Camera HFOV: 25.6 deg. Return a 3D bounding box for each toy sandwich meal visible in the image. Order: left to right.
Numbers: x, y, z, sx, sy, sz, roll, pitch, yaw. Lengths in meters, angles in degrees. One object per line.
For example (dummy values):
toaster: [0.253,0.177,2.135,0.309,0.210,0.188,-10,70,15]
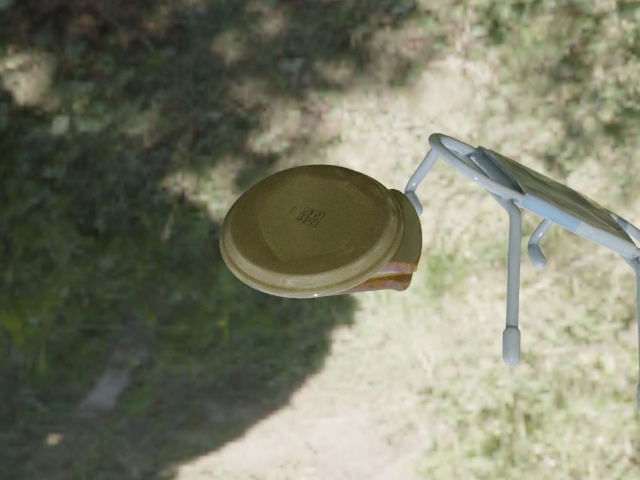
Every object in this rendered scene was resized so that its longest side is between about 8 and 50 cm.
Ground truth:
toy sandwich meal: [0.000,0.000,0.590,0.086,0.085,0.029,-5,134,5]

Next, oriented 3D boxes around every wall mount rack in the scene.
wall mount rack: [0.242,0.025,1.505,0.350,0.304,0.130,21,112,-33]
